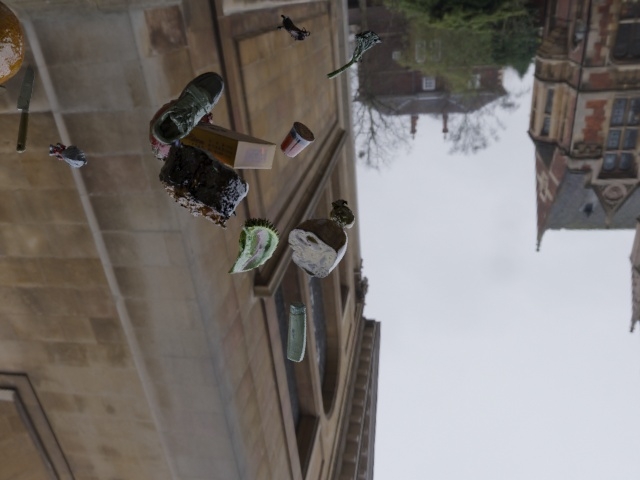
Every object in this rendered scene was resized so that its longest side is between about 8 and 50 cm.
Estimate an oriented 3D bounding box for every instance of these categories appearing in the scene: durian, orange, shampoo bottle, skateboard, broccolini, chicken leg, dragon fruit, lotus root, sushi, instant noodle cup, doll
[{"bbox_3d":[-0.280,0.022,2.076,0.157,0.356,0.169,32,-132,6],"label":"durian"},{"bbox_3d":[-0.684,-0.386,0.952,0.205,0.206,0.206,-4,-153,2],"label":"orange"},{"bbox_3d":[-0.087,0.329,1.780,0.072,0.213,0.049,8,-167,37],"label":"shampoo bottle"},{"bbox_3d":[-0.113,-0.938,2.183,0.080,0.067,0.151,13,176,44],"label":"skateboard"},{"bbox_3d":[0.124,-0.765,2.028,0.271,0.123,0.062,-36,-123,20],"label":"broccolini"},{"bbox_3d":[0.084,-0.122,2.085,0.103,0.088,0.228,6,-149,-14],"label":"chicken leg"},{"bbox_3d":[-0.664,-0.525,2.335,0.342,0.277,0.277,-44,-139,-18],"label":"dragon fruit"},{"bbox_3d":[0.000,0.001,1.759,0.199,0.188,0.180,37,-133,0],"label":"lotus root"},{"bbox_3d":[-0.419,-0.199,1.658,0.348,0.234,0.208,27,-97,35],"label":"sushi"},{"bbox_3d":[-0.116,-0.467,2.315,0.135,0.127,0.127,-43,-173,33],"label":"instant noodle cup"},{"bbox_3d":[-1.020,-0.347,1.995,0.180,0.094,0.079,19,-160,9],"label":"doll"}]

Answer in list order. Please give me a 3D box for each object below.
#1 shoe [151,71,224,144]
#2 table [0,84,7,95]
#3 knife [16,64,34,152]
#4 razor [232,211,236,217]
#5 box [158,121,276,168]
[{"bbox_3d":[-0.411,-0.405,1.549,0.293,0.109,0.149,-41,-149,5],"label":"shoe"},{"bbox_3d":[-0.991,-0.498,1.332,0.167,0.227,0.167,-18,-168,4],"label":"table"},{"bbox_3d":[-0.912,-0.410,1.512,0.047,0.298,0.017,-2,168,11],"label":"knife"},{"bbox_3d":[-0.412,-0.139,2.025,0.033,0.066,0.190,-26,161,15],"label":"razor"},{"bbox_3d":[-0.427,-0.401,2.019,0.415,0.116,0.264,22,-162,26],"label":"box"}]
